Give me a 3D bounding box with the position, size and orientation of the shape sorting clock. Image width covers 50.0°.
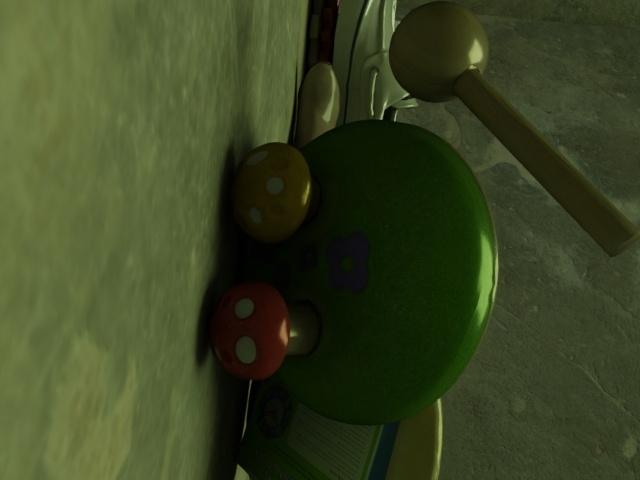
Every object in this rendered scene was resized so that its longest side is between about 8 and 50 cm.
[{"bbox_3d":[0.008,0.124,0.468,0.206,0.040,0.206,-27,-125,45],"label":"shape sorting clock"}]

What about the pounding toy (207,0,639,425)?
[{"bbox_3d":[0.008,-0.003,0.368,0.237,0.110,0.182,-45,-125,32],"label":"pounding toy"}]

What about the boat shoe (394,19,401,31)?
[{"bbox_3d":[0.099,-0.364,1.410,0.367,0.136,0.156,-119,-142,-79],"label":"boat shoe"}]

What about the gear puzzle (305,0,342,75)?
[{"bbox_3d":[0.011,-0.173,0.774,0.175,0.044,0.338,-54,150,-84],"label":"gear puzzle"}]

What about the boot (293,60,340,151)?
[{"bbox_3d":[-0.007,-0.095,0.641,0.087,0.042,0.118,-80,177,-47],"label":"boot"}]

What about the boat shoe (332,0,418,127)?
[{"bbox_3d":[0.058,-0.155,0.708,0.096,0.088,0.267,-16,117,-72],"label":"boat shoe"}]
